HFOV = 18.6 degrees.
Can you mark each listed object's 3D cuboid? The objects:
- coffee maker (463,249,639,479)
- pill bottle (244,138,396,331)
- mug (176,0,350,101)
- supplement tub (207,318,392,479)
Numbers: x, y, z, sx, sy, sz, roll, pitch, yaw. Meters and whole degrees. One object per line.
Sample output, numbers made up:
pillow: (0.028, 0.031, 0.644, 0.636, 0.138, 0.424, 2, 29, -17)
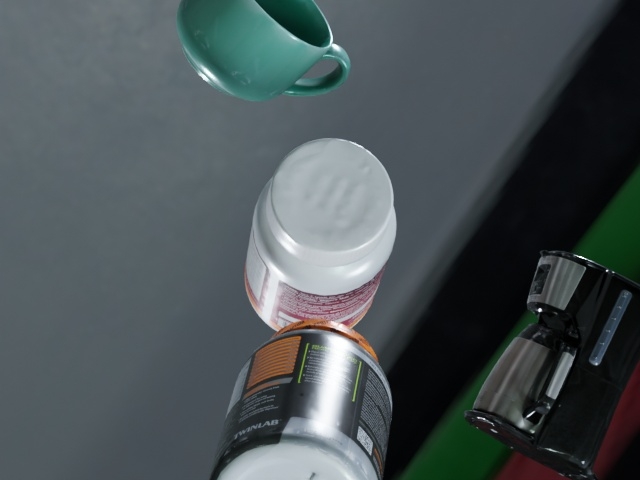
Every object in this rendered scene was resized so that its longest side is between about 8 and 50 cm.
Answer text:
coffee maker: (0.239, 0.121, 1.780, 0.120, 0.171, 0.178, 13, -108, 59)
pill bottle: (0.000, 0.000, 1.665, 0.121, 0.121, 0.221, -59, 175, -20)
mug: (-0.059, -0.181, 1.786, 0.097, 0.158, 0.129, -42, 179, 23)
supplement tub: (-0.011, 0.138, 1.362, 0.117, 0.117, 0.190, -47, -168, 24)
